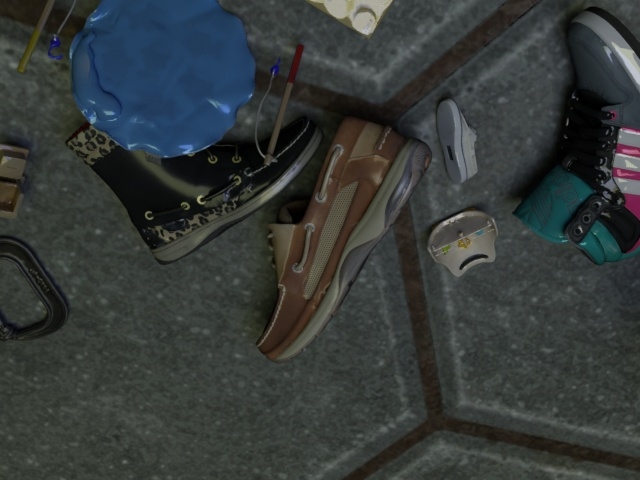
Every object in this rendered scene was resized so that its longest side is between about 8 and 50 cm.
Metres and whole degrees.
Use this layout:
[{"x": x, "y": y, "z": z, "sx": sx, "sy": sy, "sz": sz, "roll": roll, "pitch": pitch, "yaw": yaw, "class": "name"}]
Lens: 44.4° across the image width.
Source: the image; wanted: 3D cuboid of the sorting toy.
[{"x": 0.174, "y": 0.008, "z": 0.936, "sx": 0.083, "sy": 0.045, "sz": 0.075, "roll": -25, "pitch": 123, "yaw": 8, "class": "sorting toy"}]

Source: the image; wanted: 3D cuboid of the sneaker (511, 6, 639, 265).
[{"x": 0.285, "y": -0.085, "z": 0.855, "sx": 0.178, "sy": 0.124, "sz": 0.296, "roll": -32, "pitch": 116, "yaw": 2, "class": "sneaker"}]

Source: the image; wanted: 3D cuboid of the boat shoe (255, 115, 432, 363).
[{"x": 0.000, "y": 0.000, "z": 0.885, "sx": 0.116, "sy": 0.123, "sz": 0.324, "roll": 32, "pitch": 116, "yaw": 2, "class": "boat shoe"}]

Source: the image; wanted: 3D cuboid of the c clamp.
[{"x": -0.387, "y": 0.062, "z": 0.936, "sx": 0.137, "sy": 0.022, "sz": 0.161, "roll": -30, "pitch": 113, "yaw": 5, "class": "c clamp"}]

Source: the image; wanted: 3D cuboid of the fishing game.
[{"x": -0.156, "y": -0.170, "z": 0.790, "sx": 0.264, "sy": 0.041, "sz": 0.189, "roll": 16, "pitch": 78, "yaw": -11, "class": "fishing game"}]

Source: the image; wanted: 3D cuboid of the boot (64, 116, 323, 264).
[{"x": -0.134, "y": -0.101, "z": 0.835, "sx": 0.236, "sy": 0.085, "sz": 0.179, "roll": -34, "pitch": 111, "yaw": 11, "class": "boot"}]

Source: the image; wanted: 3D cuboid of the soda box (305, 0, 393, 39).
[{"x": -0.013, "y": -0.273, "z": 0.769, "sx": 0.181, "sy": 0.058, "sz": 0.061, "roll": 28, "pitch": 112, "yaw": -16, "class": "soda box"}]

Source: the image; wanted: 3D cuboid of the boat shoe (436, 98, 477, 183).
[{"x": 0.157, "y": -0.114, "z": 0.878, "sx": 0.035, "sy": 0.035, "sz": 0.100, "roll": -26, "pitch": 115, "yaw": -21, "class": "boat shoe"}]

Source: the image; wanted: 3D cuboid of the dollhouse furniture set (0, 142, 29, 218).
[{"x": -0.373, "y": -0.135, "z": 0.816, "sx": 0.160, "sy": 0.101, "sz": 0.182, "roll": 12, "pitch": 118, "yaw": -37, "class": "dollhouse furniture set"}]
